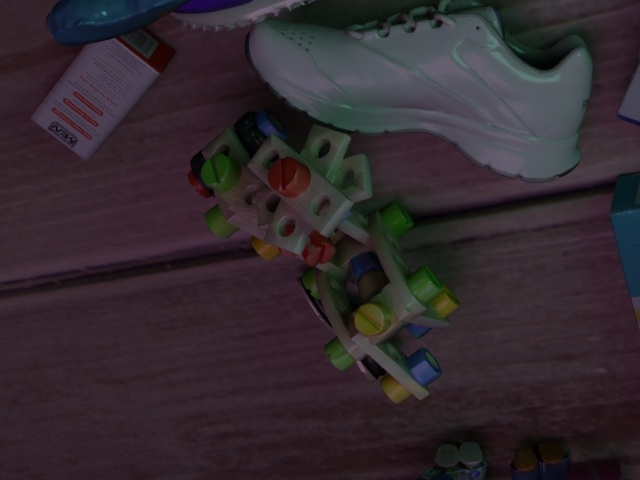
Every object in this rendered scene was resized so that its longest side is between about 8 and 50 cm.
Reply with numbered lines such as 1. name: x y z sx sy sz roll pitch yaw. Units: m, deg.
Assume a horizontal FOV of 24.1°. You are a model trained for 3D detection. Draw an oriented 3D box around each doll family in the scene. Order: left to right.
1. doll family: 0.199 0.286 1.555 0.262 0.118 0.163 -5 121 1

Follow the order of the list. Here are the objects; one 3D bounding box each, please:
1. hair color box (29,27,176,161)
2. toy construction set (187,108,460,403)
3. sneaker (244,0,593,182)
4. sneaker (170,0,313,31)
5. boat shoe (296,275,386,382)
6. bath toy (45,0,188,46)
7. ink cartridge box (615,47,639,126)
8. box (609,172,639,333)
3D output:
1. hair color box: -0.202 -0.143 1.385 0.072 0.043 0.141 38 129 -12
2. toy construction set: 0.000 0.000 1.295 0.151 0.215 0.328 -30 147 5
3. sneaker: 0.085 -0.148 1.246 0.297 0.111 0.129 13 119 -4
4. sneaker: -0.016 -0.265 1.191 0.293 0.102 0.146 -11 108 33
5. boat shoe: 0.027 0.080 1.482 0.042 0.049 0.133 -39 102 9
6. bath toy: -0.200 -0.329 1.140 0.129 0.151 0.348 -14 104 56
7. ink cartridge box: 0.420 -0.165 1.106 0.324 0.071 0.330 20 145 4
8. box: 0.331 0.052 1.332 0.100 0.060 0.244 -6 125 24
